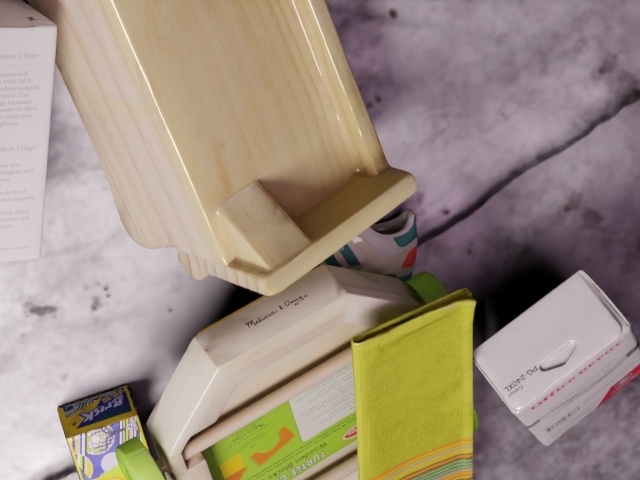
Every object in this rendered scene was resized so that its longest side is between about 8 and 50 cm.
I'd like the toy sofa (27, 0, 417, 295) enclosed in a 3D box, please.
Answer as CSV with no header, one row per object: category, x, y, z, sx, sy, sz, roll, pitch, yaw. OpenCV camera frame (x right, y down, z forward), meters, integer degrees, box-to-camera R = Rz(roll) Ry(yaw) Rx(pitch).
toy sofa,-0.089,-0.155,1.245,0.150,0.177,0.362,-36,120,-26

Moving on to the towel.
towel,0.073,0.142,1.362,0.102,0.021,0.237,-24,136,-21

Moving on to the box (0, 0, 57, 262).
box,-0.258,-0.075,1.228,0.130,0.091,0.170,-5,114,-31

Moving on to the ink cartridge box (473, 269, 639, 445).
ink cartridge box,0.187,0.093,1.411,0.109,0.063,0.150,-38,158,3

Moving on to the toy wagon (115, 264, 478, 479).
toy wagon,-0.007,0.171,1.396,0.267,0.068,0.344,-29,138,-14

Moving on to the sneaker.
sneaker,0.000,0.000,1.370,0.161,0.057,0.075,4,110,-22

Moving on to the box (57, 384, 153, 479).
box,-0.150,0.202,1.414,0.059,0.054,0.169,-18,117,-7
